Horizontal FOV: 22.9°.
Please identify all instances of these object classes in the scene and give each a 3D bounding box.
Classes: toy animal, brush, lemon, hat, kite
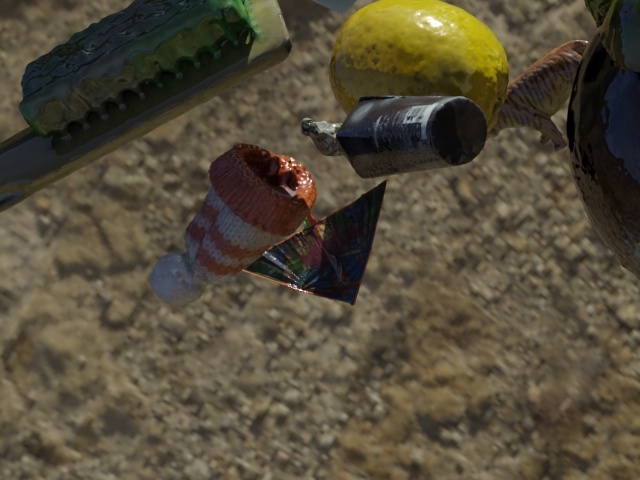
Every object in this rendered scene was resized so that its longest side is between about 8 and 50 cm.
[{"bbox_3d":[0.261,-0.161,1.764,0.241,0.099,0.057,-36,22,38],"label":"toy animal"},{"bbox_3d":[-0.144,-0.043,0.724,0.282,0.048,0.054,-29,29,9],"label":"brush"},{"bbox_3d":[0.100,-0.170,1.640,0.207,0.170,0.170,23,79,33],"label":"lemon"},{"bbox_3d":[-0.084,-0.002,1.374,0.162,0.093,0.112,-53,0,19],"label":"hat"},{"bbox_3d":[0.000,0.000,1.685,0.190,0.010,0.159,-30,72,2],"label":"kite"}]

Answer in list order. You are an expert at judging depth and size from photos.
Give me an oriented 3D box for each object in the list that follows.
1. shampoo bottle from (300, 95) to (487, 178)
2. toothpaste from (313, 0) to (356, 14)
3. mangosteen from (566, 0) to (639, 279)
[{"bbox_3d":[0.056,-0.090,1.332,0.057,0.063,0.207,-53,24,-19],"label":"shampoo bottle"},{"bbox_3d":[-0.053,-0.333,1.367,0.067,0.081,0.336,-47,52,24],"label":"toothpaste"},{"bbox_3d":[0.286,-0.094,1.011,0.300,0.300,0.300,-20,53,29],"label":"mangosteen"}]
